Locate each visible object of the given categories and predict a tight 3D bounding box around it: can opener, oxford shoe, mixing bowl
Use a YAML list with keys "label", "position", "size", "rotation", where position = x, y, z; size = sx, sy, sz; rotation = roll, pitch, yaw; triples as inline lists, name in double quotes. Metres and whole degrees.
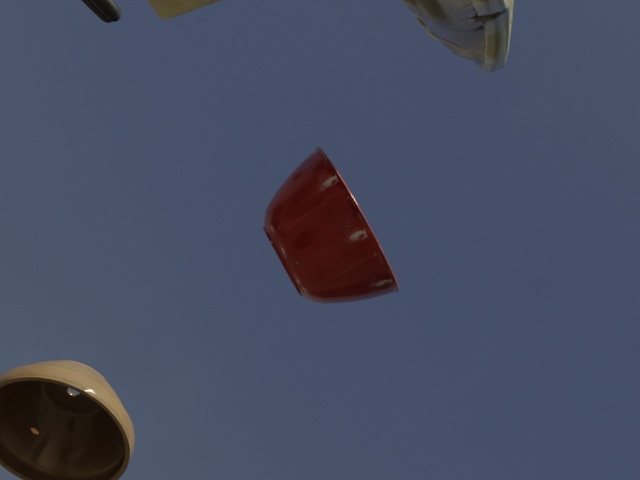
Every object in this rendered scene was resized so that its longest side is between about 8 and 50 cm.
- label: "can opener"
  position: [-0.340, -0.364, 1.731]
  size: [0.186, 0.073, 0.059]
  rotation: [45, -6, -30]
- label: "oxford shoe"
  position: [0.156, -0.293, 1.459]
  size: [0.130, 0.449, 0.169]
  rotation: [0, -92, 12]
- label: "mixing bowl"
  position: [0.000, 0.000, 1.392]
  size: [0.098, 0.181, 0.181]
  rotation: [-29, -83, -3]

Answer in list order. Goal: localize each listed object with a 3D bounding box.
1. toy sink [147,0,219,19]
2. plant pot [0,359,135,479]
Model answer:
- label: "toy sink"
  position: [-0.095, -0.365, 1.393]
  size: [0.234, 0.153, 0.131]
  rotation: [-14, -46, 24]
- label: "plant pot"
  position: [-0.382, 0.257, 1.917]
  size: [0.237, 0.110, 0.237]
  rotation: [6, -52, 8]
